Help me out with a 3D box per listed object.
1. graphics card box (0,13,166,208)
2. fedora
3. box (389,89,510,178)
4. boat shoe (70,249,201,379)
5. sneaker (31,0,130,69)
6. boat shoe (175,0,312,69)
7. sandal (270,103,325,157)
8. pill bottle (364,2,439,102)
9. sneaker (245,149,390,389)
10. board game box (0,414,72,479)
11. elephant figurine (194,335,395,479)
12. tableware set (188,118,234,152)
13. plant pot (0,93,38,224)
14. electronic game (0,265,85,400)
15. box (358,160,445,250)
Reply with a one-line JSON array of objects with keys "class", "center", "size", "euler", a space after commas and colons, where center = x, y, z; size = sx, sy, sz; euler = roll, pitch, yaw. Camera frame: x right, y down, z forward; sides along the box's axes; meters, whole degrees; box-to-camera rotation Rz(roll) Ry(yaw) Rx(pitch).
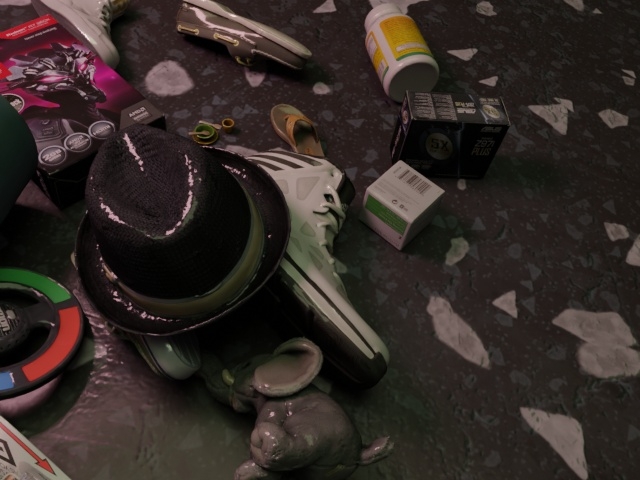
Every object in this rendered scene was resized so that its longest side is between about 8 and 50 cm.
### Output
[{"class": "graphics card box", "center": [-0.480, -0.245, 1.083], "size": [0.233, 0.094, 0.371], "euler": [-37, 68, -29]}, {"class": "fedora", "center": [-0.203, -0.046, 0.789], "size": [0.335, 0.152, 0.333], "euler": [-6, 53, 8]}, {"class": "box", "center": [0.233, -0.192, 1.117], "size": [0.180, 0.147, 0.077], "euler": [2, 54, -8]}, {"class": "boat shoe", "center": [-0.269, 0.093, 0.873], "size": [0.094, 0.109, 0.302], "euler": [-40, 55, 1]}, {"class": "sneaker", "center": [-0.453, -0.463, 1.234], "size": [0.169, 0.108, 0.292], "euler": [-34, 65, -24]}, {"class": "boat shoe", "center": [-0.163, -0.419, 1.256], "size": [0.305, 0.091, 0.109], "euler": [28, 18, 9]}, {"class": "sandal", "center": [-0.037, -0.202, 1.143], "size": [0.072, 0.049, 0.180], "euler": [-16, 59, -19]}, {"class": "pill bottle", "center": [0.163, -0.402, 1.275], "size": [0.118, 0.117, 0.208], "euler": [-8, 56, -14]}, {"class": "sneaker", "center": [0.000, -0.001, 0.932], "size": [0.258, 0.169, 0.447], "euler": [-33, 63, -25]}, {"class": "board game box", "center": [-0.472, 0.296, 0.727], "size": [0.317, 0.046, 0.213], "euler": [33, 56, 15]}, {"class": "elephant figurine", "center": [-0.052, 0.209, 0.796], "size": [0.186, 0.169, 0.239], "euler": [20, 31, -29]}, {"class": "tableware set", "center": [-0.199, -0.169, 1.113], "size": [0.104, 0.024, 0.154], "euler": [14, 54, 2]}, {"class": "plant pot", "center": [-0.572, -0.073, 0.817], "size": [0.293, 0.293, 0.235], "euler": [5, 52, -5]}, {"class": "electronic game", "center": [-0.445, 0.120, 0.824], "size": [0.230, 0.048, 0.229], "euler": [12, 39, -10]}, {"class": "box", "center": [0.139, -0.061, 1.045], "size": [0.101, 0.087, 0.102], "euler": [39, 59, 18]}]
